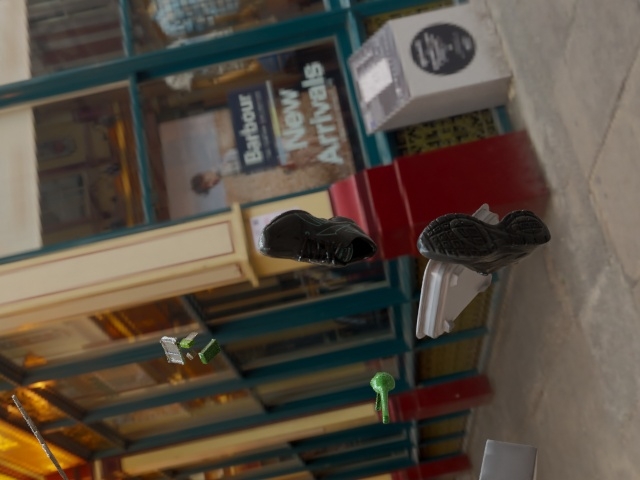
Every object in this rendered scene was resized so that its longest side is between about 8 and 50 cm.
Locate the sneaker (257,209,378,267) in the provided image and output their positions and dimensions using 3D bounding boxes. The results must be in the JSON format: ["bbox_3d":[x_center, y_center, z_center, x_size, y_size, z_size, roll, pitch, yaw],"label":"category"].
[{"bbox_3d":[0.000,0.000,1.676,0.106,0.267,0.101,36,119,42],"label":"sneaker"}]

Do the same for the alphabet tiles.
[{"bbox_3d":[-0.594,0.438,1.840,0.237,0.009,0.198,41,154,38],"label":"alphabet tiles"}]

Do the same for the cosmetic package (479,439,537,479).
[{"bbox_3d":[0.327,0.487,1.529,0.238,0.107,0.127,-60,-30,-49],"label":"cosmetic package"}]

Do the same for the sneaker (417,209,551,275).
[{"bbox_3d":[0.311,0.019,1.672,0.130,0.286,0.109,117,144,-47],"label":"sneaker"}]

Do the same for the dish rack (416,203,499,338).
[{"bbox_3d":[0.367,0.088,2.201,0.333,0.072,0.285,-41,-36,-41],"label":"dish rack"}]

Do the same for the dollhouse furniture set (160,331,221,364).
[{"bbox_3d":[-0.333,0.273,2.185,0.058,0.151,0.076,-45,-54,-43],"label":"dollhouse furniture set"}]

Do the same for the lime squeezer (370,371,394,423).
[{"bbox_3d":[0.160,0.383,2.139,0.310,0.059,0.110,94,161,-84],"label":"lime squeezer"}]
